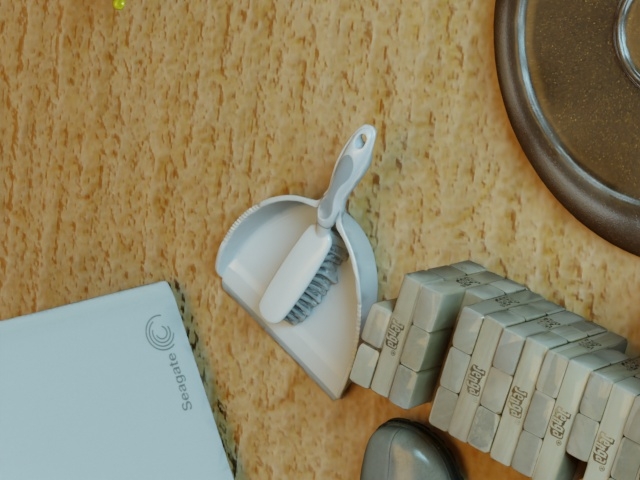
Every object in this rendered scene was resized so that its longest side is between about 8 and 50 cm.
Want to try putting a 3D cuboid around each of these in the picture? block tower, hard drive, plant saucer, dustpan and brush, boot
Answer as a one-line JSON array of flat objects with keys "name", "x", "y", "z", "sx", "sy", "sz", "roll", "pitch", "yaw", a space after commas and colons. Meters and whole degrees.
[{"name": "block tower", "x": 0.182, "y": 0.117, "z": 1.261, "sx": 0.335, "sy": 0.097, "sz": 0.091, "roll": 26, "pitch": 111, "yaw": 30}, {"name": "hard drive", "x": -0.233, "y": 0.178, "z": 1.414, "sx": 0.047, "sy": 0.353, "sz": 0.233, "roll": -28, "pitch": 78, "yaw": 55}, {"name": "plant saucer", "x": 0.233, "y": -0.132, "z": 1.223, "sx": 0.310, "sy": 0.050, "sz": 0.311, "roll": 6, "pitch": 100, "yaw": 35}, {"name": "dustpan and brush", "x": 0.000, "y": 0.000, "z": 1.399, "sx": 0.147, "sy": 0.060, "sz": 0.211, "roll": 44, "pitch": 119, "yaw": 24}, {"name": "boot", "x": 0.025, "y": 0.256, "z": 1.349, "sx": 0.083, "sy": 0.161, "sz": 0.246, "roll": 11, "pitch": 102, "yaw": 34}]

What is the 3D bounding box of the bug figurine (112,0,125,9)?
[{"name": "bug figurine", "x": -0.202, "y": -0.301, "z": 1.504, "sx": 0.279, "sy": 0.072, "sz": 0.216, "roll": 18, "pitch": 100, "yaw": 38}]
